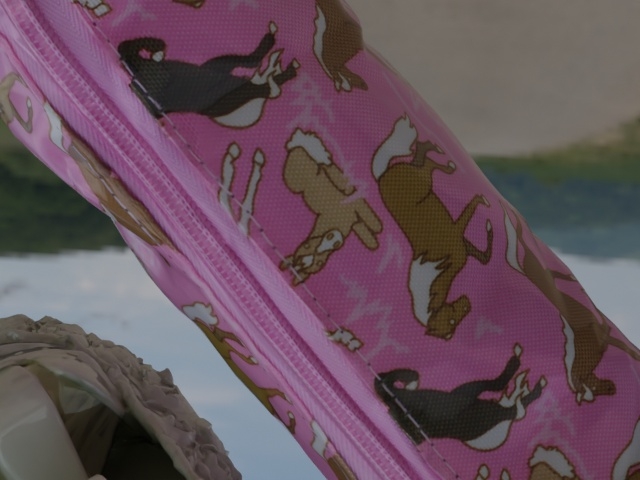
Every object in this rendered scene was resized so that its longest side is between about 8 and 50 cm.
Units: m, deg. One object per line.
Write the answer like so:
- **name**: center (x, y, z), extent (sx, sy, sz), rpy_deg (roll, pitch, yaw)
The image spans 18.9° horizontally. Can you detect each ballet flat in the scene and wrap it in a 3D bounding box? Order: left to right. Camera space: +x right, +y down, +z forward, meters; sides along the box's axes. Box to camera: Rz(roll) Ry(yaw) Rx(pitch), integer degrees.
- **ballet flat**: center (-0.092, 0.127, 0.859), extent (0.147, 0.147, 0.409), rpy_deg (2, -153, -42)

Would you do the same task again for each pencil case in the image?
- **pencil case**: center (0.000, 0.000, 0.795), extent (0.160, 0.386, 0.167), rpy_deg (-41, -170, -16)
